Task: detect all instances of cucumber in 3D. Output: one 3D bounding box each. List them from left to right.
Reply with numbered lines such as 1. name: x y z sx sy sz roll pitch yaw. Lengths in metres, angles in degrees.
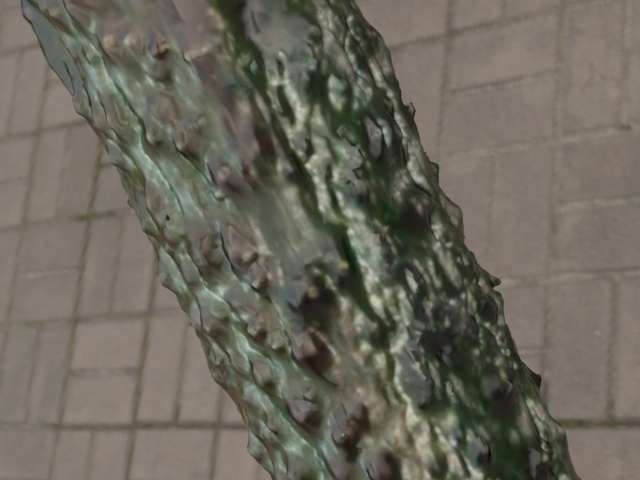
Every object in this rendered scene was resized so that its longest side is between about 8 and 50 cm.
1. cucumber: 0.000 0.000 0.398 0.096 0.096 0.359 -11 112 38
